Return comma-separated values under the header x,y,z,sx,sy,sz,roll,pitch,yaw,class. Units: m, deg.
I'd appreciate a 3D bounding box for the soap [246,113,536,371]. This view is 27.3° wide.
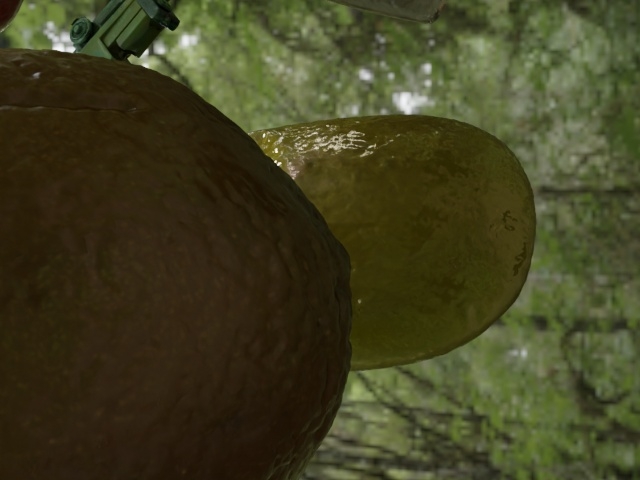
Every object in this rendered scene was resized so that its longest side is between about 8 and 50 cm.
x,y,z,sx,sy,sz,roll,pitch,yaw,class
-0.001,-0.002,1.305,0.115,0.427,0.306,69,-156,-45,soap

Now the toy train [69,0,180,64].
x,y,z,sx,sy,sz,roll,pitch,yaw,class
-0.191,-0.206,1.272,0.050,0.122,0.081,29,-160,-51,toy train

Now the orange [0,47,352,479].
x,y,z,sx,sy,sz,roll,pitch,yaw,class
-0.162,0.051,0.710,0.322,0.357,0.322,167,90,-70,orange

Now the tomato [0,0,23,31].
x,y,z,sx,sy,sz,roll,pitch,yaw,class
-0.420,-0.352,1.596,0.101,0.228,0.228,-15,-73,-45,tomato

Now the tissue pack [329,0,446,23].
x,y,z,sx,sy,sz,roll,pitch,yaw,class
0.059,-0.340,1.473,0.196,0.148,0.092,-102,30,-42,tissue pack
